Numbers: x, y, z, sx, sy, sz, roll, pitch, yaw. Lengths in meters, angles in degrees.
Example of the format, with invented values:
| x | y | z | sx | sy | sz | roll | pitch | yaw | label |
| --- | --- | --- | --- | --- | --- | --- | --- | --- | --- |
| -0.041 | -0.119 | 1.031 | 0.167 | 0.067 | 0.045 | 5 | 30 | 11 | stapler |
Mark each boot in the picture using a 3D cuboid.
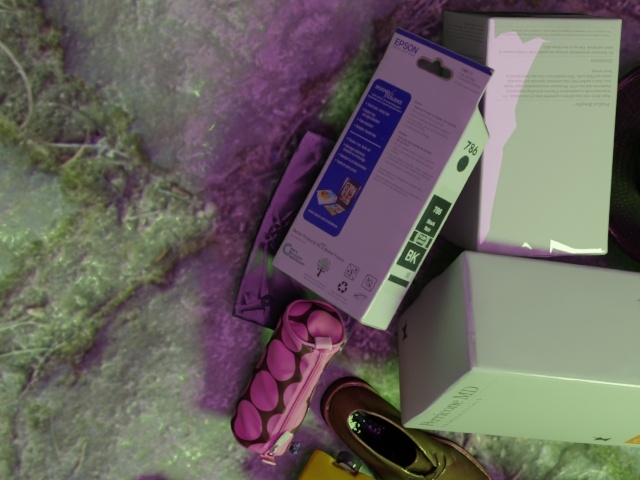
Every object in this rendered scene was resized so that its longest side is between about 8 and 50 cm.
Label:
| x | y | z | sx | sy | sz | roll | pitch | yaw | label |
| --- | --- | --- | --- | --- | --- | --- | --- | --- | --- |
| 0.131 | 0.303 | 1.843 | 0.305 | 0.115 | 0.112 | 38 | 89 | -19 | boot |

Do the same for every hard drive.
| x | y | z | sx | sy | sz | roll | pitch | yaw | label |
| --- | --- | --- | --- | --- | --- | --- | --- | --- | --- |
| 0.000 | 0.000 | 1.778 | 0.172 | 0.054 | 0.254 | 20 | 96 | -16 | hard drive |

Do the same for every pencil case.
| x | y | z | sx | sy | sz | roll | pitch | yaw | label |
| --- | --- | --- | --- | --- | --- | --- | --- | --- | --- |
| -0.038 | 0.178 | 1.749 | 0.095 | 0.098 | 0.209 | 15 | 121 | -14 | pencil case |

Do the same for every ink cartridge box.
| x | y | z | sx | sy | sz | roll | pitch | yaw | label |
| --- | --- | --- | --- | --- | --- | --- | --- | --- | --- |
| 0.085 | -0.076 | 1.667 | 0.065 | 0.165 | 0.332 | 21 | 99 | -52 | ink cartridge box |

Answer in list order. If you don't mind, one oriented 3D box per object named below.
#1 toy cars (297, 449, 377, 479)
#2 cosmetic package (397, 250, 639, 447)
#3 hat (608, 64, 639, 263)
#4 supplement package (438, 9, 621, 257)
| x | y | z | sx | sy | sz | roll | pitch | yaw | label |
| --- | --- | --- | --- | --- | --- | --- | --- | --- | --- |
| -0.045 | 0.377 | 1.810 | 0.394 | 0.087 | 0.176 | -12 | 67 | -4 | toy cars |
| 0.348 | 0.150 | 1.772 | 0.453 | 0.230 | 0.161 | 7 | 63 | -16 | cosmetic package |
| 0.484 | -0.076 | 1.713 | 0.331 | 0.134 | 0.331 | 4 | 105 | 15 | hat |
| 0.254 | -0.137 | 1.746 | 0.178 | 0.175 | 0.293 | -1 | 102 | -14 | supplement package |
